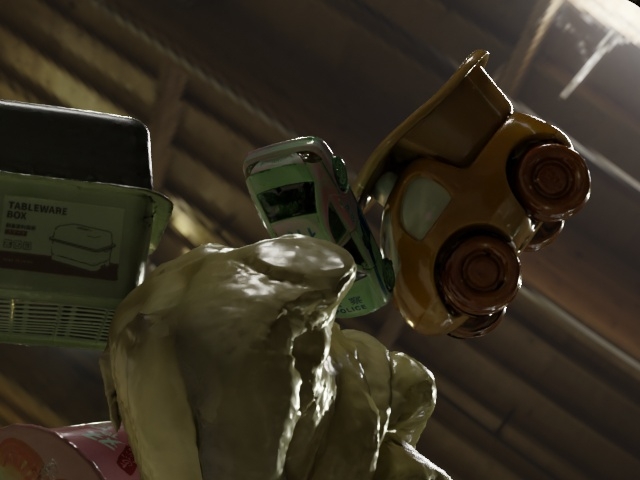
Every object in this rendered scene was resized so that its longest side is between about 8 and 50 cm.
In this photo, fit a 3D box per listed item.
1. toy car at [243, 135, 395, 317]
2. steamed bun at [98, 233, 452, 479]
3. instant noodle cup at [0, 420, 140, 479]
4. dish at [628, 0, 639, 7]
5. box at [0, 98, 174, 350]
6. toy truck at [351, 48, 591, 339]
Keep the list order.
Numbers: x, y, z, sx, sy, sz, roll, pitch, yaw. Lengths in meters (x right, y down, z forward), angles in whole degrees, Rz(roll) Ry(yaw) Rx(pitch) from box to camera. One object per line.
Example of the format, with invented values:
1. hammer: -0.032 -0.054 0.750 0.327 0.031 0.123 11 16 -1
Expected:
1. toy car: 0.000 0.000 1.406 0.090 0.076 0.224 -13 -53 19
2. steamed bun: -0.019 0.169 1.034 0.325 0.230 0.372 -146 -140 -74
3. instant noodle cup: -0.221 0.289 1.468 0.243 0.231 0.243 3 -85 31
4. dish: 0.218 -0.325 1.128 0.303 0.120 0.303 50 3 -4
5. box: -0.273 -0.013 1.157 0.290 0.166 0.220 7 -18 -12
6. toy truck: 0.160 -0.040 1.547 0.211 0.288 0.204 38 -11 8
